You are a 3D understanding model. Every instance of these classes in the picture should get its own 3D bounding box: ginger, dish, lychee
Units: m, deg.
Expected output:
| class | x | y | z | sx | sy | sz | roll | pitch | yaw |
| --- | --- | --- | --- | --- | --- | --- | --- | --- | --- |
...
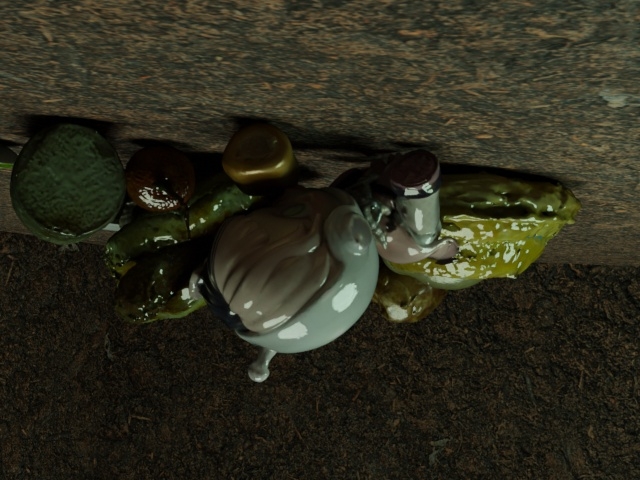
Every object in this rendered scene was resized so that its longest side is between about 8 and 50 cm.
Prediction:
| class | x | y | z | sx | sy | sz | roll | pitch | yaw |
| --- | --- | --- | --- | --- | --- | --- | --- | --- | --- |
| ginger | 0.204 | 0.038 | 2.182 | 0.274 | 0.152 | 0.357 | -31 | -161 | -4 |
| dish | -0.535 | -0.137 | 1.633 | 0.137 | 0.039 | 0.091 | 2 | -179 | 35 |
| lychee | -0.230 | -0.087 | 1.522 | 0.140 | 0.101 | 0.114 | 16 | 145 | 42 |

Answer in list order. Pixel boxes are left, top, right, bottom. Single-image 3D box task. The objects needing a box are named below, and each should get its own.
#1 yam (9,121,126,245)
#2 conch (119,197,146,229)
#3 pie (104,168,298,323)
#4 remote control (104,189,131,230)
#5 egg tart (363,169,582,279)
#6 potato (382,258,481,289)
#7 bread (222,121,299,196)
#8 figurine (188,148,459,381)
| class | x | y | z | sx | sy | sz | roll | pitch | yaw |
| --- | --- | --- | --- | --- | --- | --- | --- | --- | --- |
| yam | -0.362 | -0.075 | 1.464 | 0.161 | 0.161 | 0.268 | 5 | 176 | -18 |
| conch | -0.288 | -0.029 | 1.993 | 0.245 | 0.163 | 0.178 | -35 | 117 | 26 |
| pie | -0.185 | 0.001 | 1.759 | 0.395 | 0.180 | 0.418 | -32 | 179 | -3 |
| remote control | -0.356 | -0.060 | 2.098 | 0.250 | 0.103 | 0.034 | 9 | 147 | -45 |
| egg tart | 0.228 | -0.025 | 1.691 | 0.388 | 0.168 | 0.388 | 3 | -179 | 0 |
| potato | 0.225 | 0.006 | 1.958 | 0.235 | 0.177 | 0.160 | 4 | -173 | 9 |
| bread | -0.077 | -0.106 | 1.371 | 0.093 | 0.073 | 0.239 | -4 | 176 | 0 |
| figurine | 0.014 | 0.017 | 1.414 | 0.361 | 0.211 | 0.253 | -28 | 175 | -27 |
